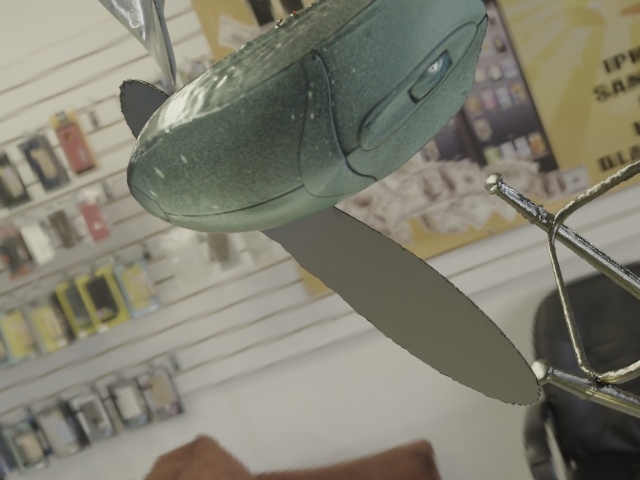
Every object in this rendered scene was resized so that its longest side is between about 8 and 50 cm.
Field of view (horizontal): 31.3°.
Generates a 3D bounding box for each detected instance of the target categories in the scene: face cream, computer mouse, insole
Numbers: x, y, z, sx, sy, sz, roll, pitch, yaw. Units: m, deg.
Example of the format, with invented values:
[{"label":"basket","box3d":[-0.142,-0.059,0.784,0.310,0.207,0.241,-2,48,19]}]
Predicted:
[{"label":"face cream","box3d":[-0.126,-0.184,0.764,0.070,0.114,0.224,-20,26,-10]},{"label":"computer mouse","box3d":[0.005,-0.066,0.613,0.229,0.068,0.113,-30,-37,0]},{"label":"insole","box3d":[0.000,0.000,0.697,0.007,0.322,0.109,-48,-14,-27]}]

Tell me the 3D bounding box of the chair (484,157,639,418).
[{"label":"chair","box3d":[0.486,0.057,1.399,0.362,0.410,0.364,-35,34,24]}]
